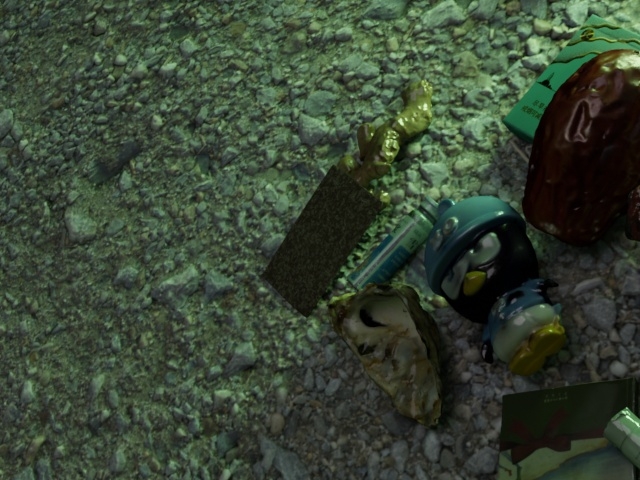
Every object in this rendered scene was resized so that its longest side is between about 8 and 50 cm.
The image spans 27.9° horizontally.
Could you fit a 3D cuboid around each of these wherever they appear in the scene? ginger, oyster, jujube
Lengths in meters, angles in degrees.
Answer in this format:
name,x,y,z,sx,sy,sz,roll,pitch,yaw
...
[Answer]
name,x,y,z,sx,sy,sz,roll,pitch,yaw
ginger,0.104,-0.167,2.201,0.149,0.065,0.258,10,70,44
oyster,0.117,0.170,1.950,0.166,0.094,0.294,-48,50,28
jujube,0.402,-0.133,1.852,0.197,0.197,0.290,34,100,46

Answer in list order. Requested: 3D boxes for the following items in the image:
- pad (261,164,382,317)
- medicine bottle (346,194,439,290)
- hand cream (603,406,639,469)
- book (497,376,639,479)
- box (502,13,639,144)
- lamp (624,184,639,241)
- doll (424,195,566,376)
name,x,y,z,sx,sy,sz,roll,pitch,yaw
pad,0.000,0.000,2.172,0.235,0.003,0.158,-57,43,8
medicine bottle,0.123,0.012,2.067,0.191,0.051,0.051,-46,44,1
hand cream,0.445,0.292,1.612,0.078,0.050,0.205,-48,57,-2
book,0.326,0.323,1.706,0.201,0.026,0.289,-12,54,29
box,0.415,-0.235,2.016,0.229,0.041,0.162,-50,44,-1
lamp,0.520,0.004,1.723,0.118,0.118,0.253,-50,47,-2
doll,0.247,0.051,1.878,0.177,0.141,0.314,-50,46,24
